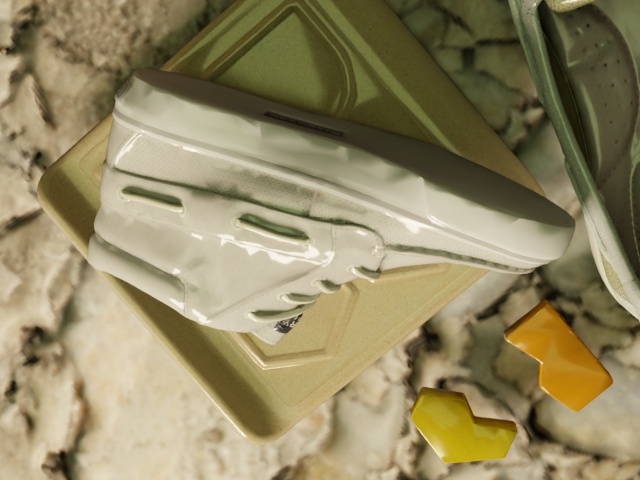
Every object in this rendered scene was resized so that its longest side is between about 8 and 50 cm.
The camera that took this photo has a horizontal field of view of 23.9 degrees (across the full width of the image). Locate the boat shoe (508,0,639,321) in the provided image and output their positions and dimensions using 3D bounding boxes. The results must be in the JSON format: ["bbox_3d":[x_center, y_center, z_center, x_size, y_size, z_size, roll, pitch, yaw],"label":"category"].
[{"bbox_3d":[0.165,-0.102,0.808,0.118,0.103,0.320,-10,100,10],"label":"boat shoe"}]

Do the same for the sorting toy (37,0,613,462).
[{"bbox_3d":[0.014,0.010,0.889,0.229,0.041,0.307,-40,94,9],"label":"sorting toy"}]

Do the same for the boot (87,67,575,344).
[{"bbox_3d":[0.000,0.000,0.830,0.258,0.095,0.123,18,106,10],"label":"boot"}]
